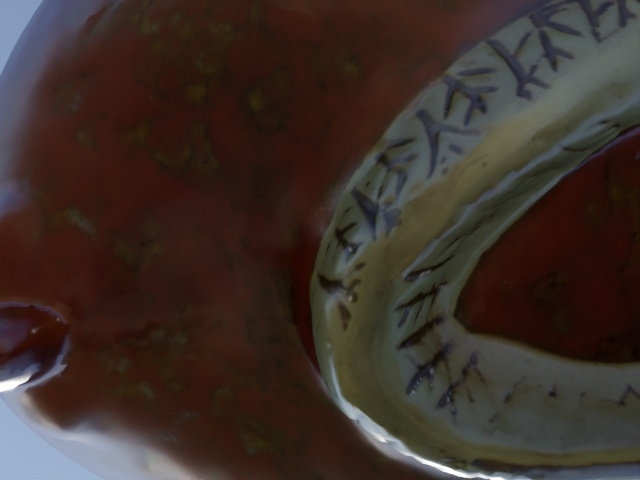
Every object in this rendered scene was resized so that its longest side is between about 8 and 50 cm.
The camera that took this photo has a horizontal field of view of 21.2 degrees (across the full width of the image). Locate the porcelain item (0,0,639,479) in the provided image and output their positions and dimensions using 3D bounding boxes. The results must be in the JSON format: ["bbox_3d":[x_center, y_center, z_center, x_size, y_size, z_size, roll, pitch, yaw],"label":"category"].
[{"bbox_3d":[0.000,0.000,0.452,0.253,0.253,0.253,16,-61,32],"label":"porcelain item"}]
